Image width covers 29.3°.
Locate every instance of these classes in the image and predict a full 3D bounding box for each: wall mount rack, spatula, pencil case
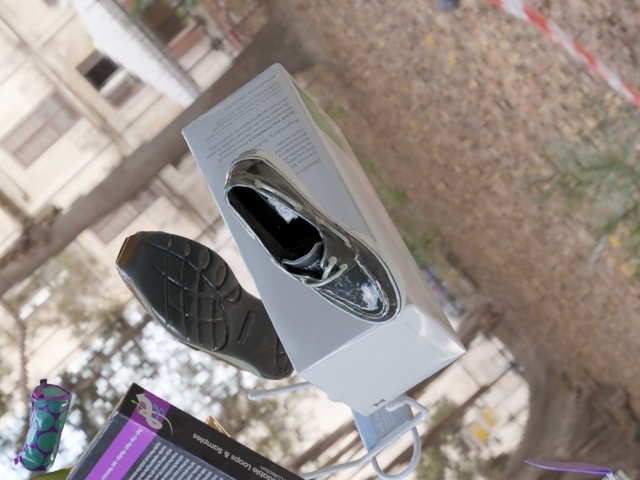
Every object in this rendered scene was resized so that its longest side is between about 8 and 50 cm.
[{"bbox_3d":[0.037,0.307,2.282,0.130,0.304,0.350,33,-153,-43],"label":"wall mount rack"},{"bbox_3d":[0.388,0.310,1.491,0.297,0.030,0.084,23,172,-11],"label":"spatula"},{"bbox_3d":[-0.462,0.310,2.038,0.070,0.151,0.064,4,-156,-29],"label":"pencil case"}]

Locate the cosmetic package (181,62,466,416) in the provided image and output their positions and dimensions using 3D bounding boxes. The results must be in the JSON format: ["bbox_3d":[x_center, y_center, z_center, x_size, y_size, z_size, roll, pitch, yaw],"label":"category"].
[{"bbox_3d":[0.000,0.000,1.431,0.365,0.155,0.197,61,-170,29],"label":"cosmetic package"}]

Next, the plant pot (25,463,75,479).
[{"bbox_3d":[-0.474,0.500,1.920,0.275,0.294,0.274,172,90,-82],"label":"plant pot"}]

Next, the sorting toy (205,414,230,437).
[{"bbox_3d":[-0.068,0.403,1.793,0.347,0.047,0.196,50,176,4],"label":"sorting toy"}]

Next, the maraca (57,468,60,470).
[{"bbox_3d":[-0.480,0.534,2.398,0.185,0.127,0.099,60,-145,-3],"label":"maraca"}]

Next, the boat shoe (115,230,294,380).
[{"bbox_3d":[-0.159,0.095,1.622,0.120,0.122,0.324,5,153,43],"label":"boat shoe"}]

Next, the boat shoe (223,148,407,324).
[{"bbox_3d":[-0.008,0.011,1.132,0.219,0.078,0.070,42,-153,-16],"label":"boat shoe"}]

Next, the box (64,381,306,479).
[{"bbox_3d":[-0.069,0.162,0.753,0.162,0.116,0.029,32,-136,-7],"label":"box"}]
